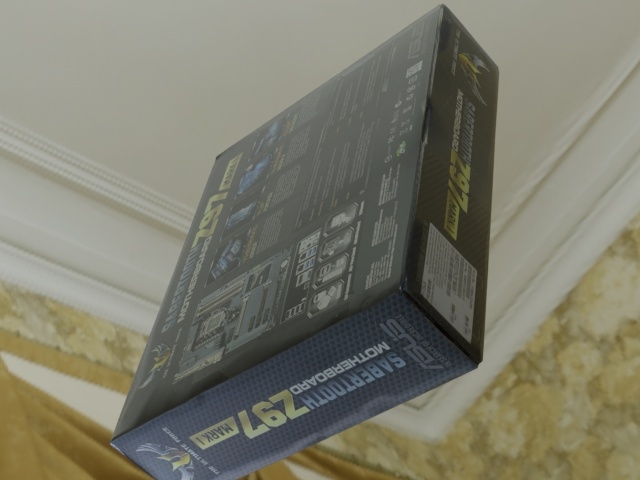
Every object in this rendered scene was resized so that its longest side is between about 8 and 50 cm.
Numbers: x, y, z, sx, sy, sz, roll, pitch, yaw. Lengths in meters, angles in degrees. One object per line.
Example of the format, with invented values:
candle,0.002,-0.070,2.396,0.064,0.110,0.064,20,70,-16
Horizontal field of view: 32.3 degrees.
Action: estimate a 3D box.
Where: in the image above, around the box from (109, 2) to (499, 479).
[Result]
box,0.000,0.000,0.568,0.183,0.232,0.059,-30,-61,31
